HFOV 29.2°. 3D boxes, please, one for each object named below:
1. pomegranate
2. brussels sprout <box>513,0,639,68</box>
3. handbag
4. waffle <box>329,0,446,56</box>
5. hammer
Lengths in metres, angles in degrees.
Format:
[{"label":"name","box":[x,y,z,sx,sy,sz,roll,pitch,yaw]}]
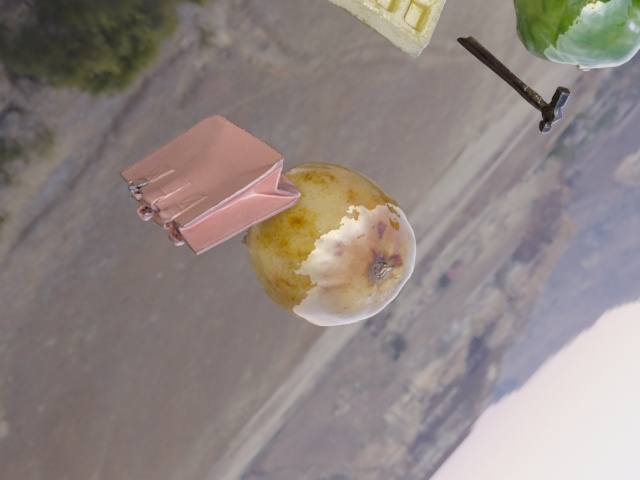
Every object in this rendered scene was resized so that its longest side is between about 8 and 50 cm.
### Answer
[{"label":"pomegranate","box":[0.013,0.003,1.489,0.207,0.207,0.207,-47,170,-10]},{"label":"brussels sprout","box":[0.410,-0.368,1.913,0.244,0.244,0.244,-47,170,-10]},{"label":"handbag","box":[-0.133,-0.066,1.429,0.157,0.212,0.059,-33,122,-15]},{"label":"waffle","box":[0.097,-0.455,2.126,0.057,0.274,0.168,-30,-148,63]},{"label":"hammer","box":[0.243,-0.213,1.570,0.021,0.178,0.065,-18,145,-46]}]
